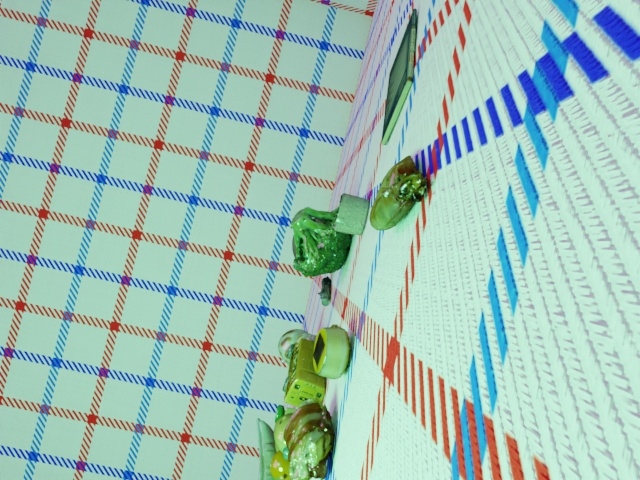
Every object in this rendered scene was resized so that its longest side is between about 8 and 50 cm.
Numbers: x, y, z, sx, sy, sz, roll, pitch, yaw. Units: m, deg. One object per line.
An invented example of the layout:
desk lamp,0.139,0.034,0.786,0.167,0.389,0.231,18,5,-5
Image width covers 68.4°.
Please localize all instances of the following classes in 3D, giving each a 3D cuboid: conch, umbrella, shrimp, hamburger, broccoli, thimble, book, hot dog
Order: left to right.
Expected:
conch,-0.082,0.437,1.875,0.149,0.183,0.275,-45,-3,-22
hot dog,-0.019,0.473,1.110,0.146,0.103,0.213,-54,19,15
broccoli,0.000,0.000,1.649,0.269,0.241,0.261,-28,21,48
umbrella,0.018,0.210,1.938,0.188,0.050,0.046,-84,-14,-65
hamburger,0.031,0.270,1.149,0.141,0.081,0.126,-162,83,-75
thimble,0.091,-0.078,1.409,0.102,0.090,0.115,107,176,-53
shrimp,0.143,-0.092,0.854,0.267,0.061,0.145,113,179,-85
book,0.219,-0.451,1.303,0.228,0.018,0.322,110,173,-57

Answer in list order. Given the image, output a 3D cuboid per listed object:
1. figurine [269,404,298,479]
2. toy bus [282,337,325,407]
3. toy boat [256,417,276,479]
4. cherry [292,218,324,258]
figurine,-0.099,0.676,1.527,0.324,0.124,0.222,102,176,-50
toy bus,-0.046,0.426,1.569,0.335,0.121,0.123,-87,19,-73
toy boat,-0.162,0.828,1.667,0.293,0.111,0.276,-83,-24,-48
cherry,-0.026,0.032,2.023,0.239,0.206,0.239,-173,90,-76
